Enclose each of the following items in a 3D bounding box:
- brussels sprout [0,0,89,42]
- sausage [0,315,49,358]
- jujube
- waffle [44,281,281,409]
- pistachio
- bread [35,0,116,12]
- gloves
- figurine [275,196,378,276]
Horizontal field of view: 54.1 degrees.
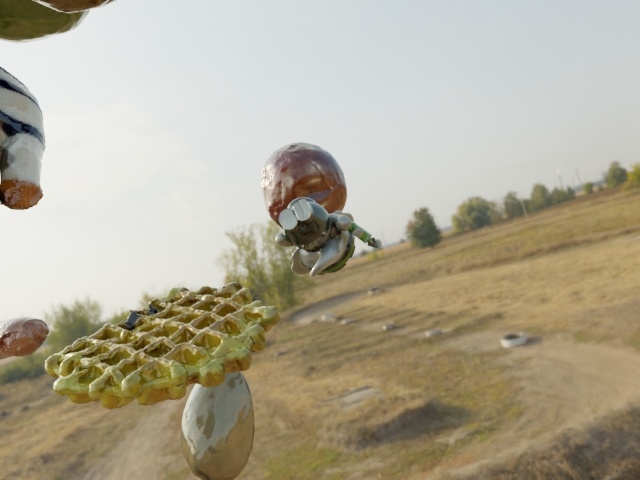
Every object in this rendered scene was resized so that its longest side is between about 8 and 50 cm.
[{"bbox_3d":[-0.606,-0.549,1.227,0.281,0.355,0.289,-23,-29,-8],"label":"brussels sprout"},{"bbox_3d":[-0.747,0.236,1.425,0.418,0.094,0.094,-18,-21,39],"label":"sausage"},{"bbox_3d":[-0.051,-0.126,1.542,0.223,0.223,0.318,-16,9,-12],"label":"jujube"},{"bbox_3d":[-0.206,0.137,0.856,0.309,0.065,0.283,-9,19,-6],"label":"waffle"},{"bbox_3d":[-0.188,0.334,1.153,0.135,0.226,0.136,3,-27,1],"label":"pistachio"},{"bbox_3d":[-0.278,-0.354,0.634,0.123,0.230,0.230,-26,-8,38],"label":"bread"},{"bbox_3d":[-0.359,-0.102,0.627,0.131,0.140,0.219,-13,41,8],"label":"gloves"},{"bbox_3d":[0.000,0.000,1.050,0.147,0.126,0.192,-39,-32,3],"label":"figurine"}]
